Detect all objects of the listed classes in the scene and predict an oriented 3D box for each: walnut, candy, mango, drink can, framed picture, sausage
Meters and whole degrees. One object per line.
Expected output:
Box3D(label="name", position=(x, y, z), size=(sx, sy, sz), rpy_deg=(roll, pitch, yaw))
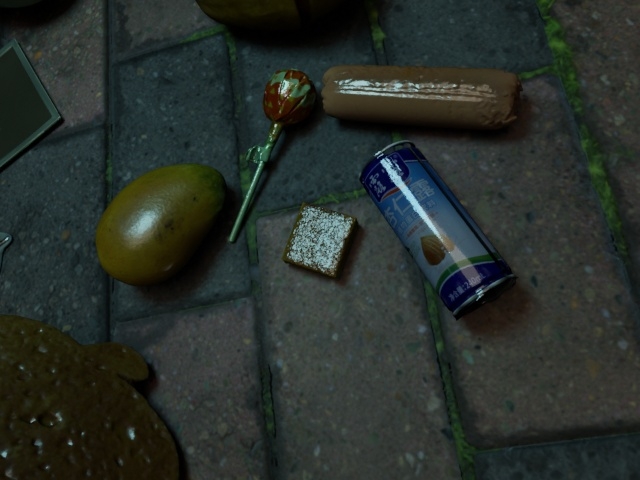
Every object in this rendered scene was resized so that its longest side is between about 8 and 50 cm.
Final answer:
Box3D(label="walnut", position=(-0.088, -0.437, 0.852), size=(0.337, 0.209, 0.208), rpy_deg=(2, 74, 30))
Box3D(label="candy", position=(-0.085, -0.131, 0.833), size=(0.078, 0.084, 0.287), rpy_deg=(22, 91, 24))
Box3D(label="mango", position=(-0.243, -0.032, 0.811), size=(0.152, 0.120, 0.221), rpy_deg=(31, 77, 19))
Box3D(label="drink can", position=(0.150, -0.018, 0.706), size=(0.097, 0.097, 0.235), rpy_deg=(-33, 69, 4))
Box3D(label="framed picture", position=(-0.626, -0.258, 1.043), size=(0.197, 0.014, 0.252), rpy_deg=(-38, 68, 2))
Box3D(label="sausage", position=(0.138, -0.209, 0.772), size=(0.289, 0.086, 0.086), rpy_deg=(8, 76, 17))

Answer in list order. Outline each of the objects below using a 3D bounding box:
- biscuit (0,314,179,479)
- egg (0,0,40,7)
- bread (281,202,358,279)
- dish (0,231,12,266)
Box3D(label="biscuit", position=(-0.366, 0.259, 0.682), size=(0.394, 0.350, 0.070), rpy_deg=(44, 130, 4))
Box3D(label="egg", position=(-0.641, -0.592, 1.020), size=(0.258, 0.258, 0.352), rpy_deg=(-47, 65, -2))
Box3D(label="bread", position=(0.000, 0.000, 0.775), size=(0.090, 0.035, 0.094), rpy_deg=(17, 79, 20))
Box3D(label="dish", position=(-0.660, 0.041, 0.924), size=(0.228, 0.086, 0.236), rpy_deg=(-19, 70, 10))
